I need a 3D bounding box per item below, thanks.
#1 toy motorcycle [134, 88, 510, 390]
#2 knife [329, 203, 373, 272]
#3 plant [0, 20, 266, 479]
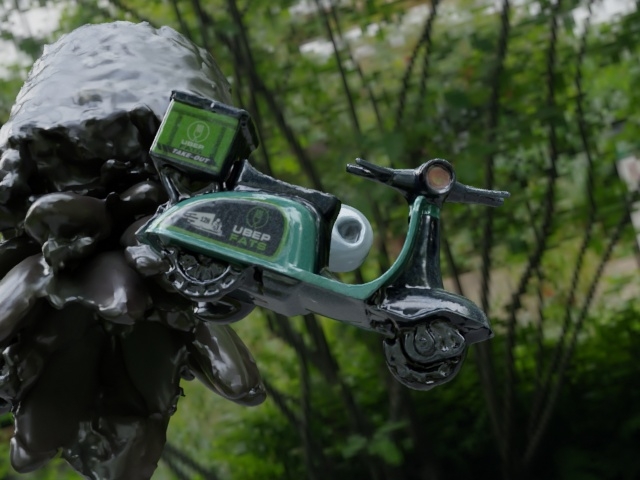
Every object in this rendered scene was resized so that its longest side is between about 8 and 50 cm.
[{"bbox_3d":[0.000,0.000,0.636,0.173,0.100,0.058,17,-15,12],"label":"toy motorcycle"},{"bbox_3d":[-0.103,-0.053,1.446,0.331,0.080,0.044,21,-31,1],"label":"knife"},{"bbox_3d":[-0.138,0.000,0.916,0.194,0.182,0.321,-5,38,-1],"label":"plant"}]
